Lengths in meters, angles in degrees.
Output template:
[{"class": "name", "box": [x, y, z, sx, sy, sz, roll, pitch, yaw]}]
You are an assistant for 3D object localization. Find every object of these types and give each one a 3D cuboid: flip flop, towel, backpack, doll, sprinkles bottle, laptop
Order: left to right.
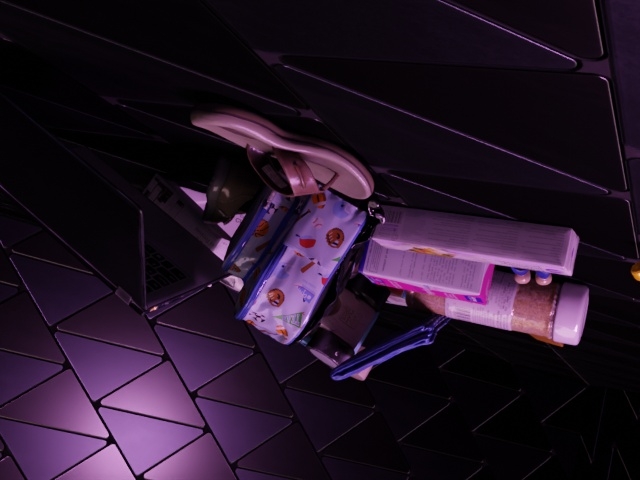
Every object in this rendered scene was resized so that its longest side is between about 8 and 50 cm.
[{"class": "laptop", "box": [-0.327, -0.100, 1.236, 0.382, 0.236, 0.408, 39, -155, 14]}, {"class": "flip flop", "box": [-0.052, -0.105, 1.083, 0.277, 0.080, 0.112, 21, 169, -33]}, {"class": "backpack", "box": [-0.041, 0.027, 1.281, 0.213, 0.264, 0.276, 23, 171, 0]}, {"class": "towel", "box": [0.172, 0.223, 1.771, 0.243, 0.040, 0.336, -28, 174, 19]}, {"class": "sprinkles bottle", "box": [0.356, 0.118, 1.649, 0.355, 0.121, 0.121, 11, 170, 22]}, {"class": "doll", "box": [0.359, 0.032, 1.372, 0.129, 0.046, 0.189, 2, 164, 21]}]

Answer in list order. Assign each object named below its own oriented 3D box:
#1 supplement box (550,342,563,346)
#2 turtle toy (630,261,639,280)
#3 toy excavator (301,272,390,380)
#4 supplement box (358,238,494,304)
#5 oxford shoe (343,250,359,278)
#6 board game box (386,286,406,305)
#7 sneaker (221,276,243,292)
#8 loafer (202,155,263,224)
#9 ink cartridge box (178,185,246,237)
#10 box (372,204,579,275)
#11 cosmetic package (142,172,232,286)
[{"class": "supplement box", "box": [0.547, 0.200, 1.978, 0.080, 0.078, 0.233, 9, 168, 30]}, {"class": "turtle toy", "box": [0.523, 0.051, 1.170, 0.095, 0.066, 0.130, 45, 155, -24]}, {"class": "toy excavator", "box": [0.016, 0.205, 2.035, 0.432, 0.222, 0.445, 36, 165, -12]}, {"class": "supplement box", "box": [0.193, 0.034, 1.436, 0.219, 0.114, 0.111, 9, 168, 21]}, {"class": "oxford shoe", "box": [0.000, 0.000, 1.688, 0.227, 0.083, 0.096, 19, 147, -18]}, {"class": "board game box", "box": [0.104, 0.104, 2.119, 0.316, 0.064, 0.242, 8, 168, 34]}, {"class": "sneaker", "box": [-0.240, 0.041, 2.061, 0.330, 0.123, 0.146, 20, 158, 4]}, {"class": "loafer", "box": [-0.148, -0.070, 1.384, 0.087, 0.094, 0.251, 19, 170, -4]}, {"class": "ink cartridge box", "box": [-0.248, -0.011, 1.776, 0.226, 0.131, 0.306, 15, 172, -1]}, {"class": "box", "box": [0.240, -0.003, 1.290, 0.323, 0.067, 0.063, 8, 169, 30]}, {"class": "cosmetic package", "box": [-0.261, -0.023, 1.527, 0.239, 0.099, 0.060, 40, -171, 35]}]
